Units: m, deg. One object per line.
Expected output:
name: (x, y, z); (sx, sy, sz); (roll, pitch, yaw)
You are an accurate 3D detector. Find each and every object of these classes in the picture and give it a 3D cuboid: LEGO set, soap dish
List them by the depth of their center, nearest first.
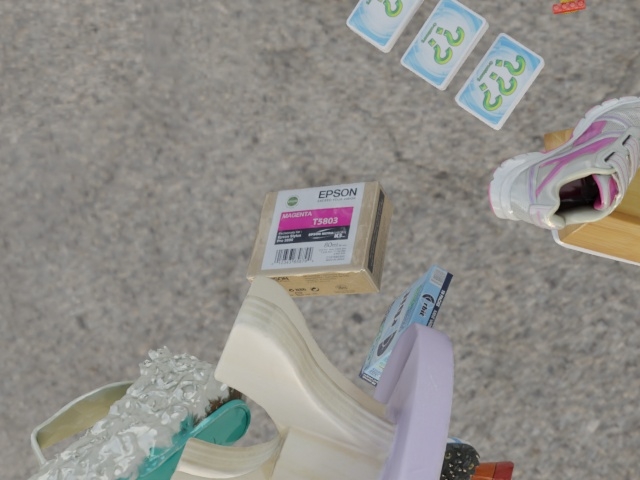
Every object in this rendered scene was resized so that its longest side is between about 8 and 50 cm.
LEGO set: (0.157, -0.250, 0.889); (0.182, 0.060, 0.244); (38, 101, 14)
soap dish: (0.552, -0.077, 1.803); (0.118, 0.291, 0.229); (-44, 39, 52)

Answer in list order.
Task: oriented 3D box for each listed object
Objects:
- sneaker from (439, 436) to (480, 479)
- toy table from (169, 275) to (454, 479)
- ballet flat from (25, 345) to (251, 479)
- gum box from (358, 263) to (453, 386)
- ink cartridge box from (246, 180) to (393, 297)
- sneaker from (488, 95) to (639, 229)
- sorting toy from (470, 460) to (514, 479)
sneaker: (0.072, 0.265, 1.170); (0.086, 0.237, 0.085); (-119, 26, -60)
toy table: (-0.013, 0.151, 0.701); (0.161, 0.274, 0.252); (21, 125, -3)
ballet flat: (-0.237, 0.235, 0.885); (0.147, 0.409, 0.147); (28, 136, 30)
gum box: (0.140, 0.144, 1.646); (0.041, 0.157, 0.184); (30, 148, -5)
ink cartridge box: (0.000, 0.000, 1.795); (0.234, 0.088, 0.193); (-5, 56, 23)
sneaker: (0.334, -0.081, 1.188); (0.111, 0.252, 0.103); (46, 165, 52)
sorting toy: (0.182, 0.494, 1.523); (0.126, 0.127, 0.365); (20, 84, 9)
